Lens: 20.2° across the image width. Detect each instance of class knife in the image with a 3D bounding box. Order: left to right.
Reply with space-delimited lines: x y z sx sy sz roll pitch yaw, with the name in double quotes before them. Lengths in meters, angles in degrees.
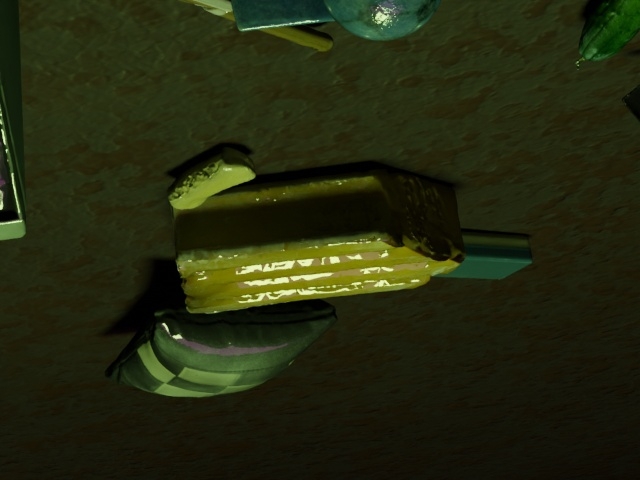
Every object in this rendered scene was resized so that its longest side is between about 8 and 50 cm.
"knife" -0.077 -0.163 1.191 0.256 0.022 0.046 13 -173 -45

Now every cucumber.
"cucumber" 0.221 -0.169 1.280 0.039 0.039 0.168 -2 158 -16

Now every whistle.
"whistle" 0.020 -0.166 1.139 0.158 0.090 0.090 -7 161 -1

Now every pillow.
"pillow" -0.107 0.102 1.830 0.186 0.106 0.250 0 164 -20

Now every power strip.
"power strip" 0.150 0.015 1.792 0.123 0.032 0.056 4 158 -32

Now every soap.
"soap" 0.000 0.000 1.615 0.258 0.080 0.160 -7 162 -3

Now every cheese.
"cheese" -0.091 -0.051 1.505 0.044 0.030 0.083 17 144 -39

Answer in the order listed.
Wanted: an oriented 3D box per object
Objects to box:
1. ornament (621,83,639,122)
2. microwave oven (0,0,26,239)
"ornament" 0.318 -0.104 1.477 0.081 0.088 0.203 -40 165 14
"microwave oven" -0.308 -0.116 0.904 0.295 0.237 0.181 -7 138 -4
